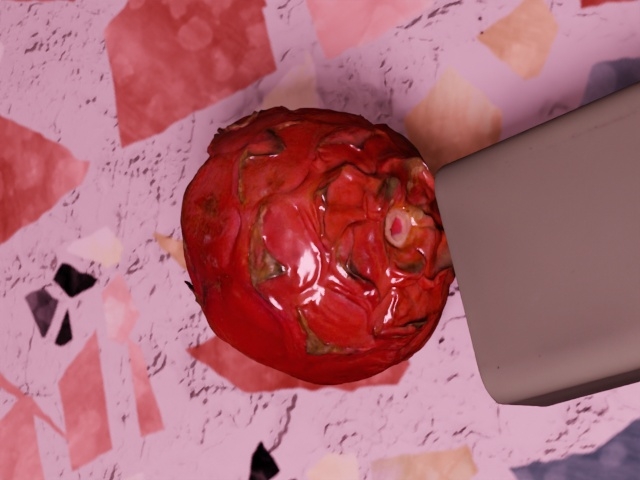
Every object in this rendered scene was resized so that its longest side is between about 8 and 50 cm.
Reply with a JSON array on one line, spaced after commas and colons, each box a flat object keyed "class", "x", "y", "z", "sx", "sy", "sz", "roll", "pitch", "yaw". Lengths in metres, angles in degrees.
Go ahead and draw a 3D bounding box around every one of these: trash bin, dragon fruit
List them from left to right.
[{"class": "dragon fruit", "x": 0.000, "y": 0.001, "z": 1.545, "sx": 0.252, "sy": 0.241, "sz": 0.241, "roll": 24, "pitch": 96, "yaw": 29}, {"class": "trash bin", "x": 0.282, "y": -0.011, "z": 1.442, "sx": 0.343, "sy": 0.158, "sz": 0.223, "roll": -22, "pitch": 74, "yaw": 30}]
